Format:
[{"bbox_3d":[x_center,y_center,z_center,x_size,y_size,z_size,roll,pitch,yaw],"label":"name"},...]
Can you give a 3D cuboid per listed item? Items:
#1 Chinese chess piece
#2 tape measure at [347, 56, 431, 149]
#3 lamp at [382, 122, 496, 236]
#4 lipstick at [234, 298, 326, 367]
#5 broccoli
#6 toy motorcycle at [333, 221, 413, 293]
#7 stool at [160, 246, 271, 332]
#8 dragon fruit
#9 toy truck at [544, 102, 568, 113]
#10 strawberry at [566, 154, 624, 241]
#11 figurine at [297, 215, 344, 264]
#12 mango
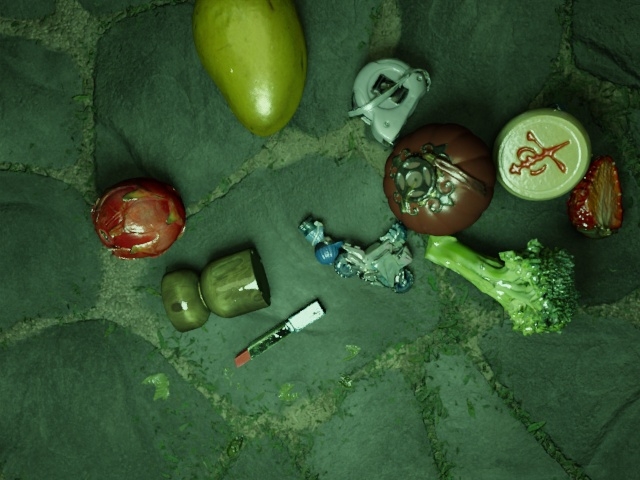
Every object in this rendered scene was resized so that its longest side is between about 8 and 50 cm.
[{"bbox_3d":[0.597,-0.232,1.315,0.250,0.097,0.251,8,112,20],"label":"Chinese chess piece"},{"bbox_3d":[0.184,-0.408,1.356,0.197,0.120,0.236,31,89,2],"label":"tape measure"},{"bbox_3d":[0.312,-0.161,1.288,0.303,0.257,0.304,4,96,40],"label":"lamp"},{"bbox_3d":[-0.127,0.277,1.436,0.312,0.051,0.051,-33,94,5],"label":"lipstick"},{"bbox_3d":[0.504,0.111,1.323,0.275,0.396,0.353,-42,115,-32],"label":"broccoli"},{"bbox_3d":[0.173,0.034,1.387,0.239,0.108,0.204,14,98,-27],"label":"toy motorcycle"},{"bbox_3d":[-0.289,0.139,1.368,0.264,0.179,0.179,-17,92,3],"label":"stool"},{"bbox_3d":[-0.497,-0.065,1.339,0.240,0.252,0.241,2,94,40],"label":"dragon fruit"},{"bbox_3d":[0.688,-0.292,1.366,0.088,0.074,0.202,-34,92,-1],"label":"toy truck"},{"bbox_3d":[0.759,-0.120,1.360,0.190,0.111,0.237,19,77,-28],"label":"strawberry"},{"bbox_3d":[0.000,0.000,1.405,0.149,0.087,0.086,47,131,0],"label":"figurine"},{"bbox_3d":[-0.186,-0.508,1.313,0.301,0.220,0.446,-8,96,0],"label":"mango"}]
